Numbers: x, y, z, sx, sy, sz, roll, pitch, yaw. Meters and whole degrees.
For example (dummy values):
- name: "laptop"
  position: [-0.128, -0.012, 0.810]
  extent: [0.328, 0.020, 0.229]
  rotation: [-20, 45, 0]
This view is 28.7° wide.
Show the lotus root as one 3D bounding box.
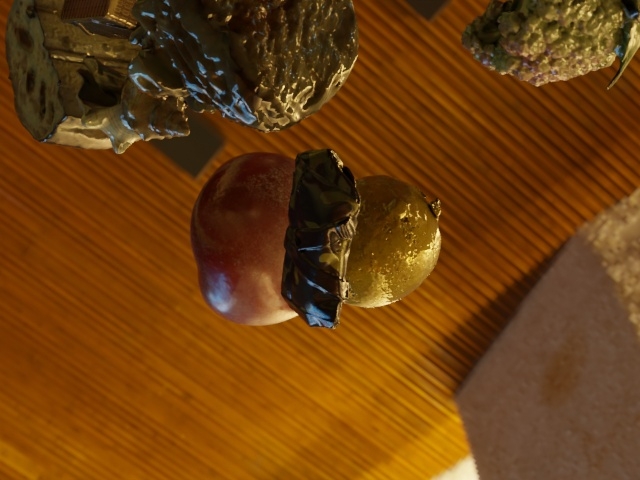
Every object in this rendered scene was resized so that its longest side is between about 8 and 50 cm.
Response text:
- name: "lotus root"
  position: [-0.353, -0.262, 2.007]
  extent: [0.149, 0.260, 0.267]
  rotation: [-40, -120, 40]

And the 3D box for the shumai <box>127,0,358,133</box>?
- name: "shumai"
  position: [-0.100, -0.236, 1.361]
  extent: [0.189, 0.255, 0.218]
  rotation: [-33, -169, -36]

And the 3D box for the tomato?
- name: "tomato"
  position: [-0.077, -0.004, 1.926]
  extent: [0.227, 0.270, 0.270]
  rotation: [0, -142, 12]

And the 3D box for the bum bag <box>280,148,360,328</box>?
- name: "bum bag"
  position: [0.000, 0.000, 1.446]
  extent: [0.060, 0.232, 0.107]
  rotation: [-21, -139, -36]

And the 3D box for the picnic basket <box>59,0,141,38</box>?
- name: "picnic basket"
  position: [-0.279, -0.339, 1.711]
  extent: [0.164, 0.079, 0.115]
  rotation: [11, -97, 54]

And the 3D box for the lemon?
- name: "lemon"
  position: [0.067, 0.004, 1.662]
  extent: [0.206, 0.173, 0.173]
  rotation: [-48, -163, 33]

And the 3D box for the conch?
- name: "conch"
  position: [-0.261, -0.175, 1.713]
  extent: [0.234, 0.114, 0.137]
  rotation: [4, -141, 35]

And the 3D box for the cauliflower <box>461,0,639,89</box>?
- name: "cauliflower"
  position: [0.311, -0.345, 1.677]
  extent: [0.256, 0.315, 0.239]
  rotation: [-16, 165, -22]
